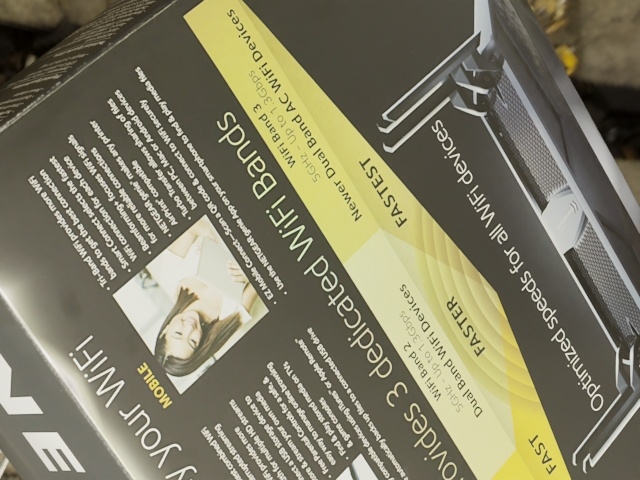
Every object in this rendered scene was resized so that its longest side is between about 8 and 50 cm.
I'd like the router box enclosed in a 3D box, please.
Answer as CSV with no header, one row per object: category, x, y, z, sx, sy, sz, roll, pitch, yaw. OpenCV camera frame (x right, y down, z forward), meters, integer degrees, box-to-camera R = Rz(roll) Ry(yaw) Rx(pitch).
router box,0.018,0.042,0.576,0.243,0.081,0.309,-43,110,-33

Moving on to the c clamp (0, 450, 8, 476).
c clamp,-0.279,0.140,1.240,0.022,0.160,0.137,30,93,34
